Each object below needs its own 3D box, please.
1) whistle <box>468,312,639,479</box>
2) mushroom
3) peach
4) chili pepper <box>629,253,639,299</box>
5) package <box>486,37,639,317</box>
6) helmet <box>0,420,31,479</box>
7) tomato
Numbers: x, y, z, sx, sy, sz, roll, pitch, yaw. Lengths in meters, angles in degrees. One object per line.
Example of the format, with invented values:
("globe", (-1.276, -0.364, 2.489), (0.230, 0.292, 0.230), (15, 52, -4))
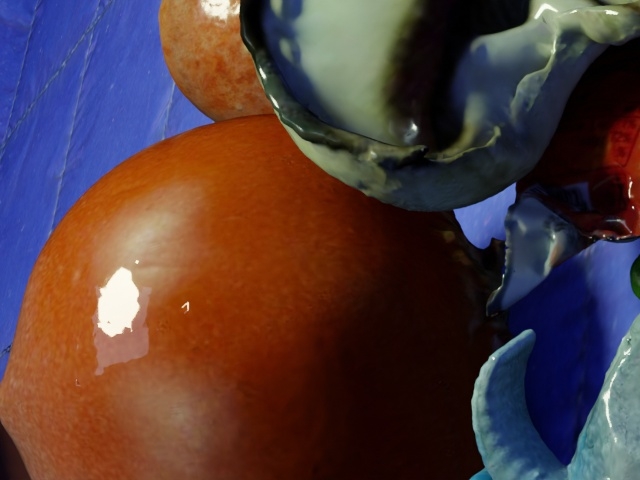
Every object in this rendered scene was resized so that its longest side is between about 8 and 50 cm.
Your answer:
("whistle", (0.145, 0.137, 0.870), (0.180, 0.093, 0.269), (28, 121, 28))
("mushroom", (0.112, -0.149, 0.985), (0.344, 0.247, 0.130), (-56, -25, -17))
("peach", (-0.003, -0.167, 1.429), (0.232, 0.232, 0.232), (-53, 27, 43))
("chili pepper", (0.221, 0.011, 0.860), (0.257, 0.074, 0.100), (-16, 56, 62))
("package", (0.167, -0.078, 1.007), (0.194, 0.071, 0.269), (-23, 36, 49))
("helmet", (-0.230, 0.322, 1.569), (0.337, 0.230, 0.385), (-66, 30, 25))
("tomato", (-0.036, 0.084, 1.120), (0.321, 0.321, 0.321), (-53, 27, 43))
